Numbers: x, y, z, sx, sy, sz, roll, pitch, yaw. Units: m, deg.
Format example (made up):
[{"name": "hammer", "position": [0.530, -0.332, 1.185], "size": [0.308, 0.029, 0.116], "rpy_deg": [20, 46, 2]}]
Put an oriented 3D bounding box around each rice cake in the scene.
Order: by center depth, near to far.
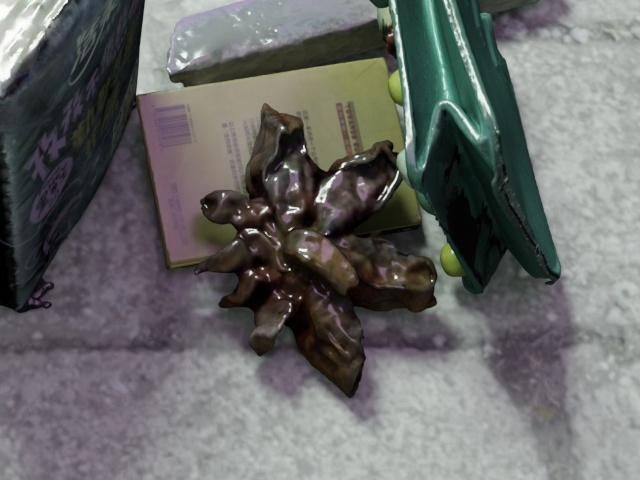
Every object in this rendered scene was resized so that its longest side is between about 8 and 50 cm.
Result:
[{"name": "rice cake", "position": [0.037, -0.212, 1.569], "size": [0.399, 0.064, 0.070], "rpy_deg": [-17, 60, -16]}]

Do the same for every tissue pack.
[{"name": "tissue pack", "position": [-0.222, -0.131, 1.326], "size": [0.122, 0.361, 0.259], "rpy_deg": [22, 63, 4]}]

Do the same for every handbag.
[{"name": "handbag", "position": [0.109, -0.108, 1.422], "size": [0.100, 0.269, 0.274], "rpy_deg": [-17, 62, 12]}]

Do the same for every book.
[{"name": "book", "position": [-0.037, -0.070, 1.487], "size": [0.231, 0.026, 0.161], "rpy_deg": [-9, 80, -12]}]

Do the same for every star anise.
[{"name": "star anise", "position": [0.005, 0.005, 1.416], "size": [0.220, 0.099, 0.214], "rpy_deg": [33, 82, -4]}]
